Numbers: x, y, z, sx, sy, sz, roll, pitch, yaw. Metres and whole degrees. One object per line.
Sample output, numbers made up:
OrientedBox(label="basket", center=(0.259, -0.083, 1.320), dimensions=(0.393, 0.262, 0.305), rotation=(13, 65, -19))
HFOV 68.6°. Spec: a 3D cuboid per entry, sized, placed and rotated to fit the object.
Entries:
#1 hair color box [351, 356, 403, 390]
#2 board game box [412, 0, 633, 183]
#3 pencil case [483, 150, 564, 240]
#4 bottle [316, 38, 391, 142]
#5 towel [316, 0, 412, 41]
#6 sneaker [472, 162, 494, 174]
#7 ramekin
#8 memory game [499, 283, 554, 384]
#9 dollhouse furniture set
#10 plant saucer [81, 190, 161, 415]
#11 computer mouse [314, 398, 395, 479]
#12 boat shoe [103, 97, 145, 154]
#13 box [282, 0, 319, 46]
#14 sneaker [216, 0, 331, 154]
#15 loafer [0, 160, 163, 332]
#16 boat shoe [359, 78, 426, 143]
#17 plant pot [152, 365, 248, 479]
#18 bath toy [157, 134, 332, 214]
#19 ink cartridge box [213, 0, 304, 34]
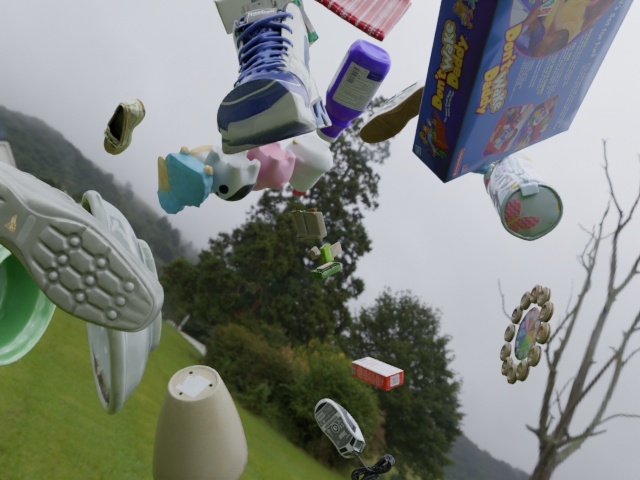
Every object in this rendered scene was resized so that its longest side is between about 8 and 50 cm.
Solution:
OrientedBox(label="hair color box", center=(0.160, 0.378, 1.338), dimensions=(0.071, 0.043, 0.141), rotation=(-5, 8, -37))
OrientedBox(label="board game box", center=(0.246, -0.251, 0.542), dimensions=(0.078, 0.233, 0.347), rotation=(55, -21, 33))
OrientedBox(label="pencil case", center=(0.411, -0.104, 0.969), dimensions=(0.113, 0.273, 0.124), rotation=(3, -64, 11))
OrientedBox(label="bottle", center=(0.076, -0.390, 1.262), dimensions=(0.118, 0.092, 0.283), rotation=(15, -43, -20))
OrientedBox(label="towel", center=(0.040, -0.508, 0.917), dimensions=(0.274, 0.199, 0.031), rotation=(33, -37, -1))
OrientedBox(label="sneaker", center=(0.287, -0.195, 0.977), dimensions=(0.162, 0.073, 0.064), rotation=(54, -38, 40))
OrientedBox(label="ramekin", center=(-0.791, 0.137, 1.134), dimensions=(0.148, 0.304, 0.303), rotation=(11, -22, 2))
OrientedBox(label="memory game", center=(0.360, 0.163, 0.827), dimensions=(0.012, 0.186, 0.186), rotation=(20, -21, 6))
OrientedBox(label="dollhouse furniture set", center=(0.000, 0.000, 0.966), dimensions=(0.076, 0.058, 0.152), rotation=(3, -68, 46))
OrientedBox(label="plant saucer", center=(-0.371, 0.108, 0.873), dimensions=(0.100, 0.401, 0.400), rotation=(-5, 0, -32))
OrientedBox(label="computer mouse", center=(0.063, 0.416, 0.992), dimensions=(0.193, 0.106, 0.042), rotation=(51, 24, 23))
OrientedBox(label="boat shoe", center=(-0.399, -0.221, 0.925), dimensions=(0.153, 0.048, 0.056), rotation=(-33, -91, 38))
OrientedBox(label="box", center=(-0.077, -0.511, 1.175), dimensions=(0.105, 0.043, 0.179), rotation=(59, -22, -13))
OrientedBox(label="sneaker", center=(-0.074, -0.225, 0.634), dimensions=(0.127, 0.315, 0.183), rotation=(-14, -76, 11))
OrientedBox(label="loafer", center=(-0.319, -0.003, 0.580), dimensions=(0.319, 0.112, 0.111), rotation=(37, 5, 5))
OrientedBox(label="boat shoe", center=(0.246, -0.421, 1.532), dimensions=(0.277, 0.096, 0.098), rotation=(-31, -52, 24))
OrientedBox(label="plant pot", center=(-0.319, 0.476, 1.227), dimensions=(0.256, 0.256, 0.274), rotation=(19, -60, 28))
OrientedBox(label="bath toy", center=(-0.129, -0.128, 0.896), dimensions=(0.151, 0.348, 0.129), rotation=(43, -51, 29))
OrientedBox(label="ink cartridge box", center=(-0.223, -0.833, 1.592), dimensions=(0.117, 0.282, 0.207), rotation=(74, -6, -49))
